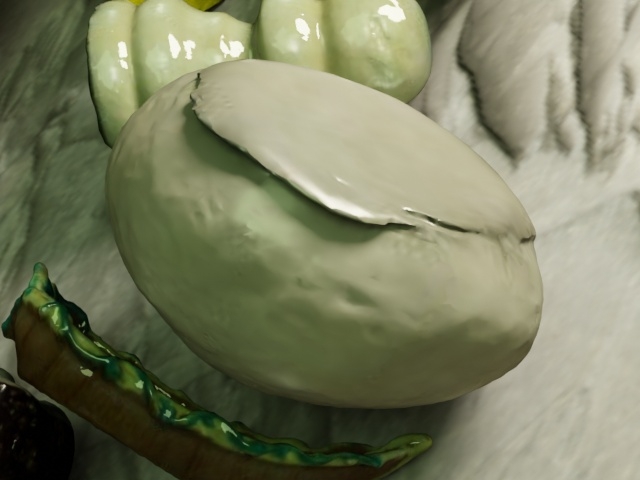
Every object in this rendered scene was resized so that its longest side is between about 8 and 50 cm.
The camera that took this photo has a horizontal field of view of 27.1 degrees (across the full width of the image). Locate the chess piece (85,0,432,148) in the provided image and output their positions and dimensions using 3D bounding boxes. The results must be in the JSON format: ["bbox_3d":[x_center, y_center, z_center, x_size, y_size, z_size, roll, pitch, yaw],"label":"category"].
[{"bbox_3d":[-0.039,-0.130,0.985,0.243,0.133,0.133,-9,64,9],"label":"chess piece"}]

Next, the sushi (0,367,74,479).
[{"bbox_3d":[-0.346,0.139,0.898,0.348,0.234,0.207,14,72,27],"label":"sushi"}]

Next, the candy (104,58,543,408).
[{"bbox_3d":[0.000,0.000,0.850,0.295,0.295,0.185,41,116,28],"label":"candy"}]

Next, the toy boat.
[{"bbox_3d":[-0.077,0.114,0.875,0.293,0.108,0.099,25,82,1],"label":"toy boat"}]

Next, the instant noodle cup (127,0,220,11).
[{"bbox_3d":[-0.150,-0.285,1.066,0.144,0.182,0.182,32,79,36],"label":"instant noodle cup"}]
